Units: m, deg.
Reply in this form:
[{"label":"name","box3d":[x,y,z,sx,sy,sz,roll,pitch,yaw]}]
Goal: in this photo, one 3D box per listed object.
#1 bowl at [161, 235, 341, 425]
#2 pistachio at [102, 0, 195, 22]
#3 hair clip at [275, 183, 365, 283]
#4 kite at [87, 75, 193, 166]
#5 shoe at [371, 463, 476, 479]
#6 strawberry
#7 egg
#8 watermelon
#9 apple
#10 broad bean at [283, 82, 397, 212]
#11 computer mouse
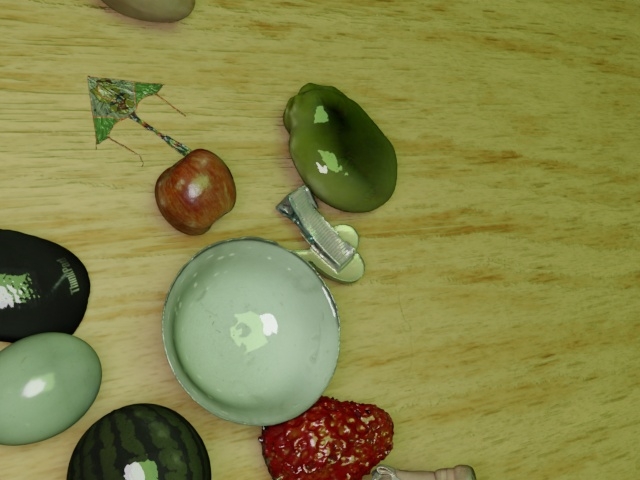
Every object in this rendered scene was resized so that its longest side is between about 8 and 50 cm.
[{"label":"bowl","box3d":[-0.132,0.161,1.180,0.313,0.146,0.313,8,71,-25]},{"label":"pistachio","box3d":[-0.343,-0.488,1.300,0.215,0.144,0.144,26,63,-25]},{"label":"hair clip","box3d":[-0.003,0.002,1.348,0.159,0.071,0.218,-43,96,-24]},{"label":"kite","box3d":[-0.336,-0.221,1.282,0.244,0.006,0.198,39,59,-12]},{"label":"shoe","box3d":[0.164,0.556,1.209,0.198,0.172,0.351,7,87,12]},{"label":"strawberry","box3d":[0.016,0.333,1.173,0.237,0.111,0.190,-14,58,-9]},{"label":"egg","box3d":[-0.415,0.216,1.007,0.192,0.149,0.149,-34,91,-30]},{"label":"watermelon","box3d":[-0.265,0.344,1.011,0.212,0.212,0.212,9,69,-25]},{"label":"apple","box3d":[-0.219,-0.083,1.223,0.146,0.146,0.131,-45,106,-32]},{"label":"broad bean","box3d":[0.039,-0.186,1.407,0.291,0.119,0.238,50,50,-7]},{"label":"computer mouse","box3d":[-0.486,0.067,1.050,0.269,0.100,0.170,10,67,-25]}]
